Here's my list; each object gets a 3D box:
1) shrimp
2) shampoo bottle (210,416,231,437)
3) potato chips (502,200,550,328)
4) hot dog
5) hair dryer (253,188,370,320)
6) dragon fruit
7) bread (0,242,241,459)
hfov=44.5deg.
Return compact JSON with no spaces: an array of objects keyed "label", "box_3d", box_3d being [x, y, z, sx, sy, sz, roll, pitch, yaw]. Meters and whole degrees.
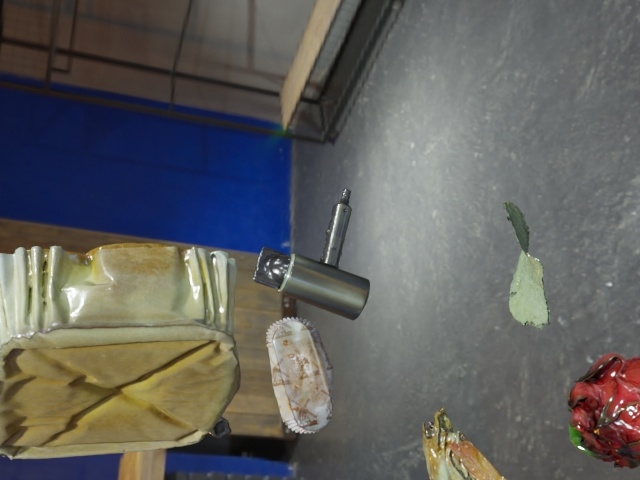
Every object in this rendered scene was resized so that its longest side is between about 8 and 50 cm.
[{"label":"shrimp","box_3d":[0.203,0.328,1.075,0.217,0.115,0.051,71,-160,-2]},{"label":"shampoo bottle","box_3d":[-0.166,0.245,1.098,0.137,0.048,0.027,9,71,60]},{"label":"potato chips","box_3d":[0.382,0.041,1.466,0.167,0.059,0.228,-86,-10,-77]},{"label":"hot dog","box_3d":[-0.041,0.304,1.769,0.075,0.144,0.267,151,108,-69]},{"label":"hair dryer","box_3d":[0.000,0.000,1.388,0.078,0.196,0.248,128,160,-55]},{"label":"dragon fruit","box_3d":[0.607,0.301,1.493,0.293,0.234,0.234,-53,22,3]},{"label":"bread","box_3d":[-0.175,0.092,0.670,0.192,0.210,0.109,109,152,-43]}]
